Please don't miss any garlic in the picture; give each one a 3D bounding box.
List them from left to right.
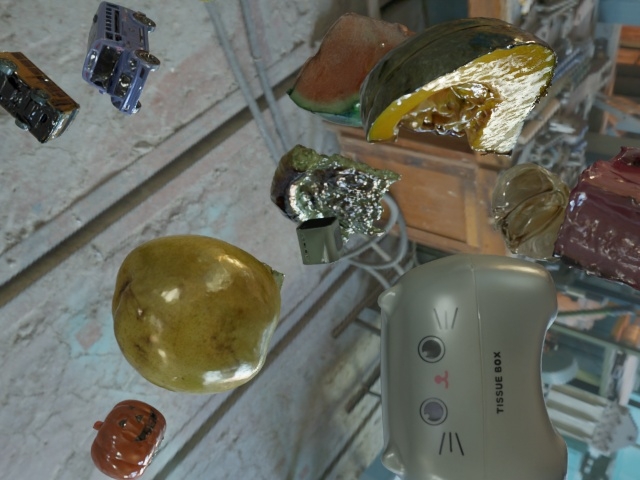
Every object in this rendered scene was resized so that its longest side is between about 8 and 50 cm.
[{"bbox_3d":[0.482,-0.064,1.491,0.229,0.178,0.143,56,26,2],"label":"garlic"}]

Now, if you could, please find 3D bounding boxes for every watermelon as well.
[{"bbox_3d":[0.123,-0.354,1.487,0.292,0.319,0.222,-61,-168,19],"label":"watermelon"}]

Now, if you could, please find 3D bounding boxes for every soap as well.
[{"bbox_3d":[0.405,0.005,0.675,0.182,0.289,0.112,-34,142,-46],"label":"soap"}]

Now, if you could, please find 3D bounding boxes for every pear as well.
[{"bbox_3d":[-0.233,0.138,1.256,0.314,0.314,0.314,-29,127,-46],"label":"pear"}]

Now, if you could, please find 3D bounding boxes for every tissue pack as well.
[{"bbox_3d":[0.191,0.189,0.930,0.229,0.236,0.332,106,-15,-79],"label":"tissue pack"}]

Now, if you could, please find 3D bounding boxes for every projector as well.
[{"bbox_3d":[0.000,0.000,1.439,0.083,0.083,0.082,-49,131,-65],"label":"projector"}]

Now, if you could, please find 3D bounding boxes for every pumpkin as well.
[{"bbox_3d":[0.162,-0.173,0.669,0.279,0.163,0.111,-2,69,-44],"label":"pumpkin"}]

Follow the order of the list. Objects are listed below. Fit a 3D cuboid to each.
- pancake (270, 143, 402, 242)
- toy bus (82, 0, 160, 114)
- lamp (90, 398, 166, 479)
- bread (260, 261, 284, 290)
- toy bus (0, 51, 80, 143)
[{"bbox_3d":[0.027,-0.088,1.650,0.426,0.305,0.066,97,1,-63],"label":"pancake"},{"bbox_3d":[-0.426,-0.393,1.417,0.133,0.292,0.125,16,123,-28],"label":"toy bus"},{"bbox_3d":[-0.461,0.468,1.585,0.187,0.164,0.187,-155,-90,-87],"label":"lamp"},{"bbox_3d":[-0.220,0.127,1.881,0.186,0.257,0.124,19,76,-22],"label":"bread"},{"bbox_3d":[-0.627,-0.311,1.454,0.098,0.201,0.114,-49,179,23],"label":"toy bus"}]
